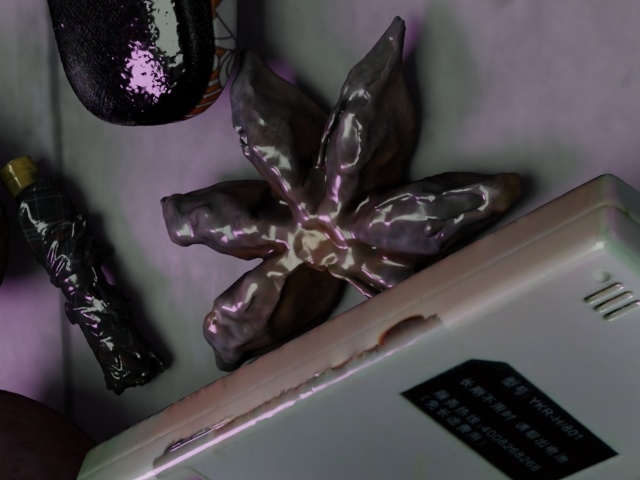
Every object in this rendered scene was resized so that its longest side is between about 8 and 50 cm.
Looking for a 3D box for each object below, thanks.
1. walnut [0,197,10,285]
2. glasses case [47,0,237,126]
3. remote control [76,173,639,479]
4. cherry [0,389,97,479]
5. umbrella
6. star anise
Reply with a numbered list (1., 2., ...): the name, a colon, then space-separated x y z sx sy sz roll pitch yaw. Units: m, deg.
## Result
1. walnut: -0.247 -0.008 0.965 0.162 0.140 0.140 -1 100 26
2. glasses case: -0.096 -0.190 0.857 0.103 0.067 0.266 0 98 45
3. remote control: 0.039 0.091 0.803 0.344 0.050 0.145 -29 125 34
4. cherry: -0.196 0.191 0.909 0.285 0.236 0.213 50 150 4
5. umbrella: -0.132 0.016 0.951 0.040 0.037 0.144 -31 82 0
6. star anise: 0.000 -0.017 0.840 0.208 0.063 0.172 -3 97 34
